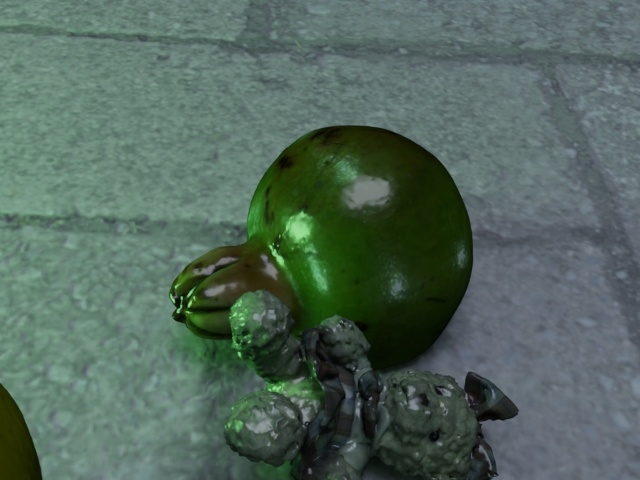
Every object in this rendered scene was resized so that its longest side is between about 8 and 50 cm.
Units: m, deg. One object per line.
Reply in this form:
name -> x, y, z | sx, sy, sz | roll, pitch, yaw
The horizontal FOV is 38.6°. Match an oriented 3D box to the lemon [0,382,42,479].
lemon -> -0.244, 0.160, 0.490 | 0.184, 0.184, 0.249 | 4, 52, -3

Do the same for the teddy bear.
teddy bear -> 0.019, 0.124, 0.638 | 0.213, 0.111, 0.133 | 19, 59, -23

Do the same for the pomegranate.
pomegranate -> 0.003, -0.009, 0.732 | 0.240, 0.159, 0.190 | -1, 41, -1
